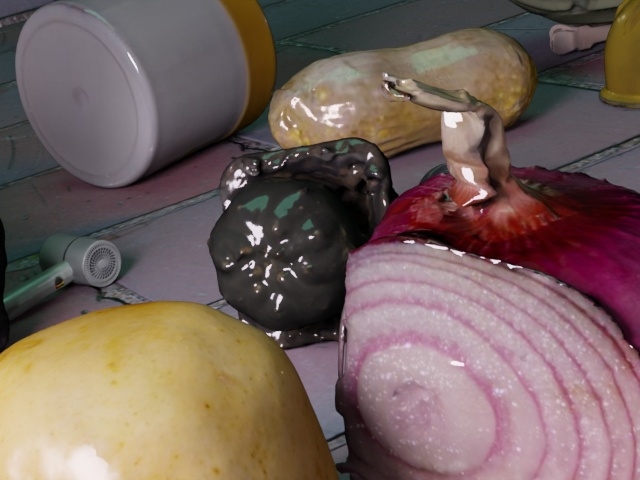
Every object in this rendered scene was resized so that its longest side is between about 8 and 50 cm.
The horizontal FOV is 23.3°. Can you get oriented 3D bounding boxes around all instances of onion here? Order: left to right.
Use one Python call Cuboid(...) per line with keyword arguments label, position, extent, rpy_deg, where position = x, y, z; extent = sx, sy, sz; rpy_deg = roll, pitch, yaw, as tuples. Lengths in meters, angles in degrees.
Cuboid(label="onion", position=(0.135, 0.059, 0.898), extent=(0.256, 0.272, 0.230), rpy_deg=(36, 33, 17))

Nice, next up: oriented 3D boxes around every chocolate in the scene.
Cuboid(label="chocolate", position=(0.091, -0.157, 1.726), extent=(0.309, 0.134, 0.134), rpy_deg=(-14, 18, -10))

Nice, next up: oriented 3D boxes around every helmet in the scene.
Cuboid(label="helmet", position=(0.431, -0.244, 1.757), extent=(0.257, 0.140, 0.205), rpy_deg=(-14, 18, 3))

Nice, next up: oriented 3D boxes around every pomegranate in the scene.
Cuboid(label="pomegranate", position=(-0.096, 0.141, 0.821), extent=(0.233, 0.233, 0.233), rpy_deg=(-11, 18, 4))

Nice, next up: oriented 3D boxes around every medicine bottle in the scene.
Cuboid(label="medicine bottle", position=(-0.213, -0.208, 1.892), extent=(0.238, 0.237, 0.232), rpy_deg=(5, 26, 41))

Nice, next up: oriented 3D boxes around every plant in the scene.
Cuboid(label="plant", position=(0.000, 0.000, 1.269), extent=(0.142, 0.164, 0.256), rpy_deg=(-6, 8, 18))

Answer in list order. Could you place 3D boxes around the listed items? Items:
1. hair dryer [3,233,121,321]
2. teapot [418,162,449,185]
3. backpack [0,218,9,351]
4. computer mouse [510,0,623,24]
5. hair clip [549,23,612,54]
Cuboid(label="hair dryer", position=(-0.267, 0.040, 1.502), extent=(0.082, 0.047, 0.137), rpy_deg=(6, 32, 45))
Cuboid(label="teapot", position=(0.127, -0.037, 1.461), extent=(0.088, 0.066, 0.057), rpy_deg=(5, -5, -19))
Cuboid(label="backpack", position=(-0.490, 0.020, 1.379), extent=(0.363, 0.254, 0.446), rpy_deg=(-23, 35, -26))
Cuboid(label="computer mouse", position=(0.359, -0.343, 1.975), extent=(0.429, 0.145, 0.228), rpy_deg=(15, 18, 34))
Cuboid(label="hair clip", position=(0.408, -0.282, 2.040), extent=(0.226, 0.034, 0.072), rpy_deg=(-11, 17, 1))
